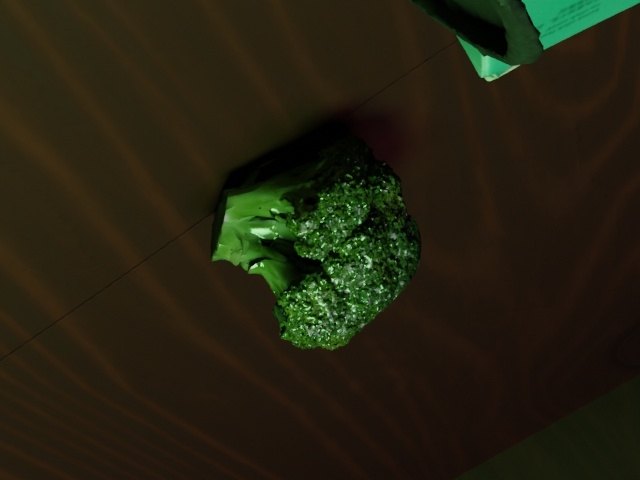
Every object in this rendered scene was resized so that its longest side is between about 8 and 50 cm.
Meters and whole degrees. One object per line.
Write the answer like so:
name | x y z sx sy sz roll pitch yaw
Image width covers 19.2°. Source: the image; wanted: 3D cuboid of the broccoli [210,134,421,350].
broccoli | 0.000 0.000 1.240 0.137 0.146 0.162 9 171 -10

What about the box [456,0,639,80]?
box | 0.134 -0.220 0.870 0.205 0.118 0.311 -26 160 -3

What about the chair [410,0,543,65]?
chair | 0.113 -0.262 0.490 0.401 0.226 0.226 -46 160 2
